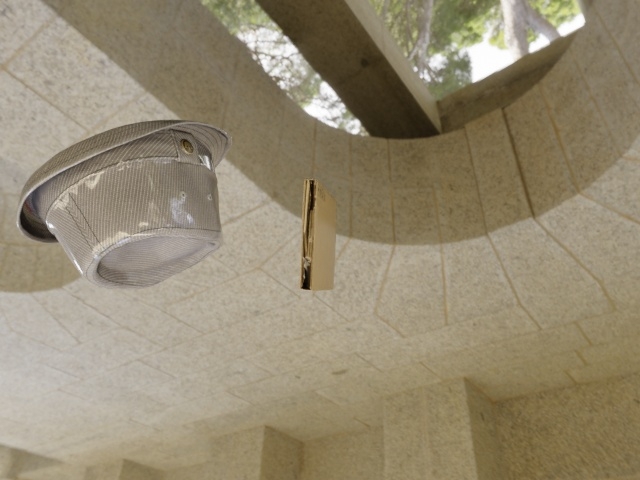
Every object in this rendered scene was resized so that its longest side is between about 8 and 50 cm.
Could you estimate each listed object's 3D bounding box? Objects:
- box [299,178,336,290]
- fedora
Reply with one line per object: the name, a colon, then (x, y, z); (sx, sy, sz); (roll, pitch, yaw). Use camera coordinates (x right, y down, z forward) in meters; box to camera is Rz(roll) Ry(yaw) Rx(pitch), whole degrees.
box: (0.000, 0.000, 0.850); (0.021, 0.201, 0.164); (1, -95, 10)
fedora: (-0.195, -0.025, 0.615); (0.244, 0.275, 0.124); (-32, -99, 12)
